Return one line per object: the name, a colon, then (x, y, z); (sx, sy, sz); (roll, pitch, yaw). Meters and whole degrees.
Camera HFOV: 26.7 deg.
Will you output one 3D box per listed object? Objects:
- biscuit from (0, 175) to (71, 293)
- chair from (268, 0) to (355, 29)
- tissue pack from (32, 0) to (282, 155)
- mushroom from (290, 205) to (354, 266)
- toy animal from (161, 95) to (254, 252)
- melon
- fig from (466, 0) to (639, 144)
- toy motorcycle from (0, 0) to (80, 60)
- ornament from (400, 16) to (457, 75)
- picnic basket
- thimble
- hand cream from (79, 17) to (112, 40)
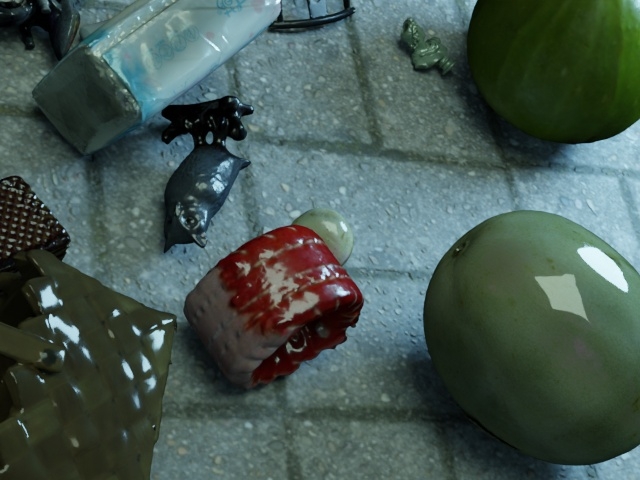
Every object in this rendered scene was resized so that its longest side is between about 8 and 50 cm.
biscuit: (-0.402, 0.024, 1.464); (0.252, 0.070, 0.106); (-30, 72, -37)
chair: (-0.049, -0.442, 1.934); (0.155, 0.141, 0.260); (-16, 110, -33)
tissue pack: (-0.198, -0.232, 1.639); (0.271, 0.201, 0.124); (-44, 105, -32)
mushroom: (0.000, 0.000, 1.675); (0.084, 0.067, 0.083); (0, 95, 1)
toy animal: (-0.147, -0.069, 1.665); (0.117, 0.121, 0.210); (43, 51, -54)
melon: (0.275, 0.124, 1.592); (0.330, 0.268, 0.268); (45, 48, -12)
fig: (0.360, -0.296, 1.898); (0.316, 0.316, 0.316); (13, 52, -17)
toy motorcycle: (-0.345, -0.371, 1.754); (0.173, 0.108, 0.307); (26, 52, -14)
ornament: (0.156, -0.280, 1.970); (0.092, 0.041, 0.068); (21, 55, -23)
picnic basket: (-0.325, 0.154, 1.285); (0.321, 0.254, 0.291); (23, 50, -23)
thimble: (-0.052, 0.075, 1.534); (0.190, 0.163, 0.125); (-24, 68, -36)
hand cream: (-0.203, -0.292, 1.804); (0.255, 0.048, 0.079); (-29, 68, -35)
